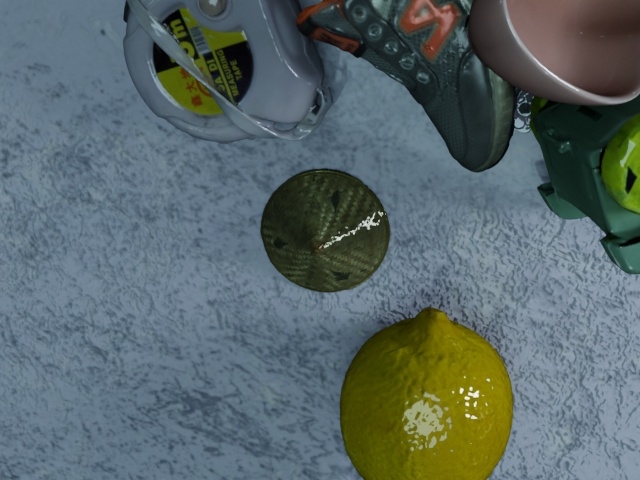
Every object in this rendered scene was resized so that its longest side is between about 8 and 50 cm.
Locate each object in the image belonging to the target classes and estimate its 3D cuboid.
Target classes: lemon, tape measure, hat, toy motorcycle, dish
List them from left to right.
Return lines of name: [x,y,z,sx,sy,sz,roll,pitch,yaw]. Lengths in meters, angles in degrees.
tape measure: [-0.103,-0.199,1.070,0.197,0.120,0.236,-12,110,25]
hat: [0.000,0.000,1.147,0.146,0.067,0.146,3,109,8]
lemon: [0.112,0.184,1.132,0.187,0.187,0.244,8,115,6]
dish: [0.198,-0.212,0.931,0.090,0.213,0.213,-14,110,54]
toy motorcycle: [0.380,-0.096,1.009,0.326,0.191,0.200,-22,116,-4]

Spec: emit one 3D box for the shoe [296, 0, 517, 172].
shoe: [0.068,-0.208,1.008,0.171,0.132,0.336,-21,102,-8]

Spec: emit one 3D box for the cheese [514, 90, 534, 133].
cheese: [0.236,-0.197,1.058,0.097,0.037,0.192,24,110,1]
